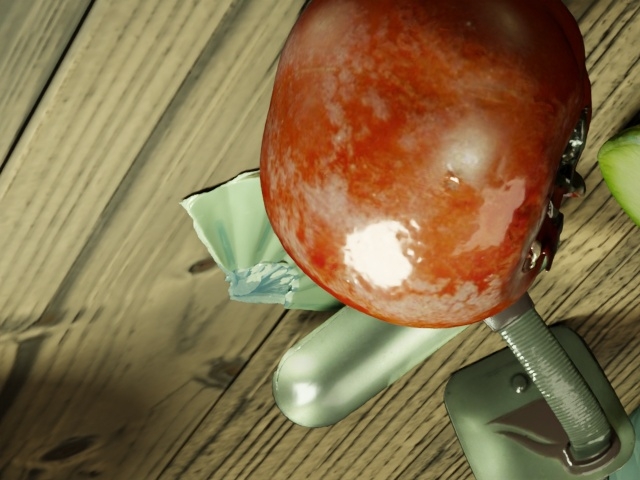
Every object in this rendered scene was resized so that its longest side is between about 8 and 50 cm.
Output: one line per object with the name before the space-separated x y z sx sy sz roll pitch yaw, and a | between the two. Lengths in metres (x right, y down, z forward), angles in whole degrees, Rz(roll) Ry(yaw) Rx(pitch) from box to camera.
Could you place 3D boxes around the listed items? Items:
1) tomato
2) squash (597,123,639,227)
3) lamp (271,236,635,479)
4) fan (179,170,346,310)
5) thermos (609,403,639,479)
tomato | 0.053 -0.055 0.866 0.187 0.151 0.187 -56 157 -38
squash | 0.263 0.007 1.172 0.289 0.111 0.203 -8 110 -38
lamp | 0.095 0.108 1.207 0.203 0.124 0.283 -27 153 3
fan | 0.000 0.000 1.063 0.131 0.009 0.240 -36 151 14
thermos | 0.297 0.218 1.578 0.182 0.145 0.286 -48 171 -36
